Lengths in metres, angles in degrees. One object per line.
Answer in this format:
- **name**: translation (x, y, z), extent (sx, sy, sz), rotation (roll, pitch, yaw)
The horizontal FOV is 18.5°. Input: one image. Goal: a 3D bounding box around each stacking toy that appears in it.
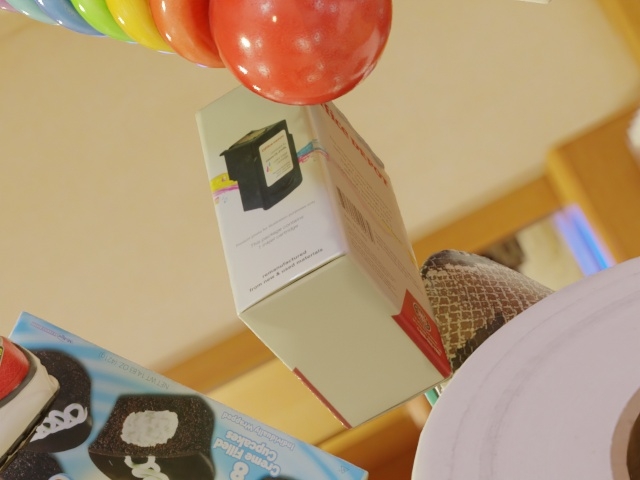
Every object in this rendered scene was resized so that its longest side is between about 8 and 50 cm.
- **stacking toy**: translation (-0.089, -0.150, 1.033), extent (0.330, 0.141, 0.141), rotation (31, 153, 45)

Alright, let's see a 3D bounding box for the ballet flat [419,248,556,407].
- **ballet flat**: translation (0.229, 0.178, 1.396), extent (0.483, 0.182, 0.164), rotation (60, -147, -32)

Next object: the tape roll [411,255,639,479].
- **tape roll**: translation (0.155, 0.127, 0.570), extent (0.246, 0.246, 0.169), rotation (-125, 23, -56)

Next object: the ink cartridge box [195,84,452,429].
- **ink cartridge box**: translation (0.000, 0.000, 1.130), extent (0.127, 0.072, 0.175), rotation (49, -162, -40)

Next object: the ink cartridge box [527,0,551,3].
- **ink cartridge box**: translation (0.115, -0.343, 1.539), extent (0.117, 0.207, 0.283), rotation (-95, 15, -49)

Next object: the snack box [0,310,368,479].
- **snack box**: translation (-0.143, 0.211, 1.630), extent (0.322, 0.187, 0.060), rotation (24, 168, 7)

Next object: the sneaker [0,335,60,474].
- **sneaker**: translation (-0.315, 0.171, 1.435), extent (0.118, 0.279, 0.107), rotation (40, 147, 4)
